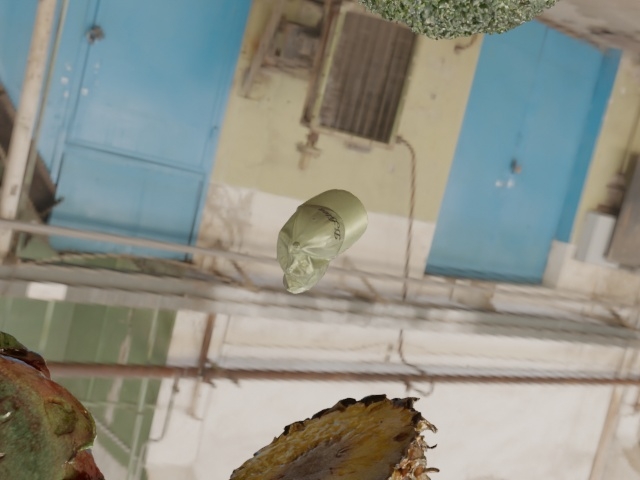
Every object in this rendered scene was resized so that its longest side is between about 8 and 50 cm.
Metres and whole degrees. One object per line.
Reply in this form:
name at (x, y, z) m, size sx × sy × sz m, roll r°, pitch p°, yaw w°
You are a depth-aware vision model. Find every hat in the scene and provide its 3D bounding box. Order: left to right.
hat at (0.003, -0.002, 1.393) m, size 0.166 × 0.122 × 0.081 m, roll -30°, pitch -172°, yaw -15°

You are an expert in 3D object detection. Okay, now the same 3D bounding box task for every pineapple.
pineapple at (0.051, 0.341, 0.970) m, size 0.263 × 0.271 × 0.262 m, roll -25°, pitch -166°, yaw 7°

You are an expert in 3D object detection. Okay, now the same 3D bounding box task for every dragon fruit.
dragon fruit at (-0.328, 0.203, 0.789) m, size 0.295 × 0.268 × 0.130 m, roll 29°, pitch 159°, yaw 2°

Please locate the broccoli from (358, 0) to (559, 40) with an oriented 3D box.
broccoli at (0.163, -0.384, 0.915) m, size 0.252 × 0.361 × 0.221 m, roll 7°, pitch 176°, yaw -5°
